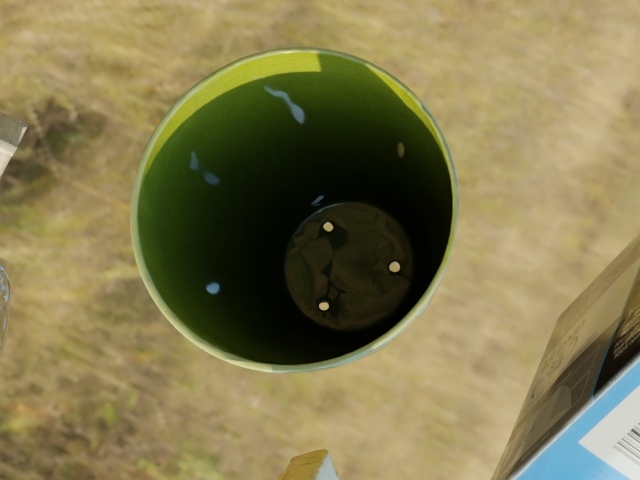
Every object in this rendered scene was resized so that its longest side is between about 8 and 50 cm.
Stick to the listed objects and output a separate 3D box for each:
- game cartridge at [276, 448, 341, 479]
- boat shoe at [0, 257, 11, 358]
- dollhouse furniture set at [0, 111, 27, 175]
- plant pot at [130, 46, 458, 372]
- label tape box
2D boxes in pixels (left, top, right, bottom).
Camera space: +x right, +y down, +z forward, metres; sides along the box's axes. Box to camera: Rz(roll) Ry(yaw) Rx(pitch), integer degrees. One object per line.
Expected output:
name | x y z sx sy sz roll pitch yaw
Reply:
game cartridge | 0.012 0.345 1.380 0.323 0.052 0.285 -40 113 -82
boat shoe | -0.302 0.073 1.178 0.277 0.096 0.098 -56 148 -72
dollhouse furniture set | -0.389 -0.066 1.608 0.123 0.144 0.151 -57 -163 24
plant pot | 0.000 0.000 1.476 0.275 0.274 0.293 -64 167 -6
label tape box | 0.255 0.052 1.156 0.241 0.106 0.334 -54 -178 44
